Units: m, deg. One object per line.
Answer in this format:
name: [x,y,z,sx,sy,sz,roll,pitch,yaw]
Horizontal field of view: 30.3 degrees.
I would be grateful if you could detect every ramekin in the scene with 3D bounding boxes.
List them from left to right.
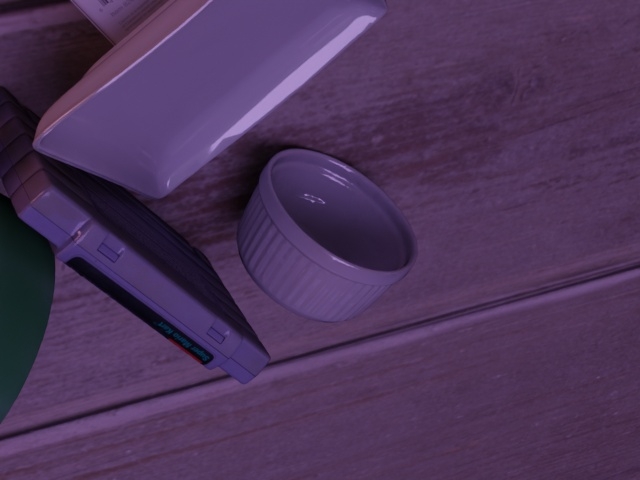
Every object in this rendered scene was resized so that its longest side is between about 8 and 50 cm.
ramekin: [0.000,0.000,1.384,0.207,0.207,0.109,14,127,-34]

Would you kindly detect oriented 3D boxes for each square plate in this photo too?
square plate: [-0.100,-0.185,1.193,0.347,0.049,0.344,-39,167,5]

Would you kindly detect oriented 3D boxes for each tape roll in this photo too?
tape roll: [-0.397,0.092,1.171,0.321,0.321,0.077,-46,130,12]

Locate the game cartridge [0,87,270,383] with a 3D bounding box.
game cartridge: [-0.209,0.004,1.259,0.068,0.230,0.355,-40,131,7]

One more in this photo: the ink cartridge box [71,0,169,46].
ink cartridge box: [-0.191,-0.337,1.085,0.207,0.117,0.283,-38,132,5]
